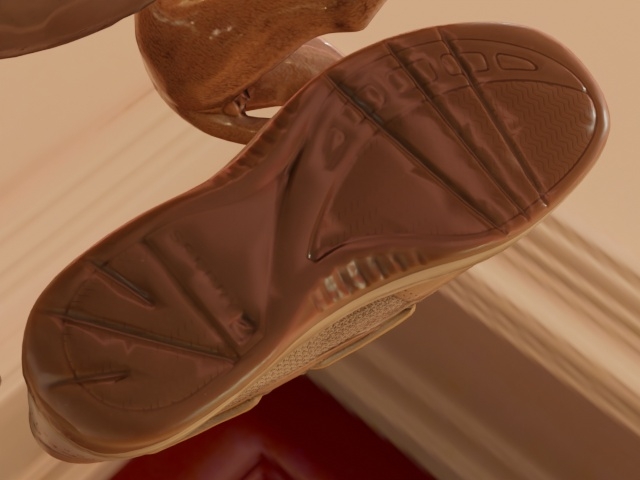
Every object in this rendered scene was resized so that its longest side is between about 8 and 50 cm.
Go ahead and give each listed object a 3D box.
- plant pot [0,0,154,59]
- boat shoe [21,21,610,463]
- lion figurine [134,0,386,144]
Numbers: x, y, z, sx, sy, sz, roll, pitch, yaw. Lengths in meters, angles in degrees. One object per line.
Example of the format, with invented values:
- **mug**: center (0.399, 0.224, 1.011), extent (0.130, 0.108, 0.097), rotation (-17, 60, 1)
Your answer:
- **plant pot**: center (-0.133, -0.266, 0.464), extent (0.323, 0.323, 0.280), rotation (46, -30, 4)
- **boat shoe**: center (0.000, 0.000, 0.619), extent (0.109, 0.302, 0.098), rotation (52, -24, 8)
- **lion figurine**: center (-0.068, -0.199, 0.841), extent (0.142, 0.240, 0.392), rotation (38, 40, -70)
